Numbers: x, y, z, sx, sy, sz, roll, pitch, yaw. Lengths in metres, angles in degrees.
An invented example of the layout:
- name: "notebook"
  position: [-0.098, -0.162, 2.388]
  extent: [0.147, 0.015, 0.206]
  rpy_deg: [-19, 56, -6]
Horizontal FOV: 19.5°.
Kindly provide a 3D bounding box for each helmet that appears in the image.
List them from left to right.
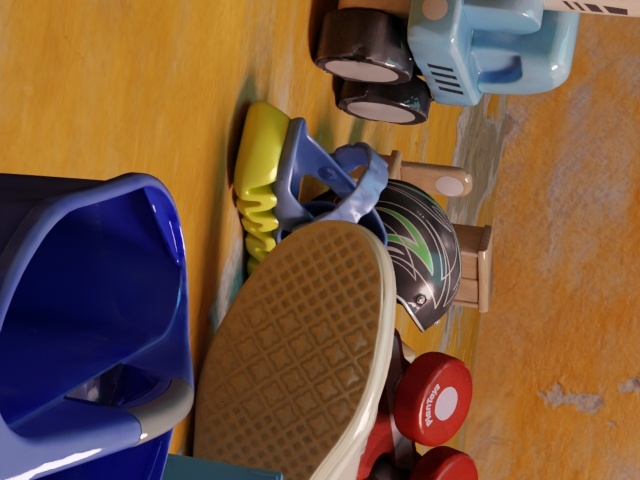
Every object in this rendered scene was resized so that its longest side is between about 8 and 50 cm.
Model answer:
- name: "helmet"
  position: [0.072, 0.017, 2.024]
  extent: [0.169, 0.161, 0.169]
  rpy_deg: [-3, 90, -84]

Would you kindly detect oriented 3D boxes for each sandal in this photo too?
- name: "sandal"
  position: [0.000, 0.000, 1.809]
  extent: [0.317, 0.138, 0.126]
  rpy_deg: [83, 17, -54]

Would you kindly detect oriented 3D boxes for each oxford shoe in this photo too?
- name: "oxford shoe"
  position: [-0.029, 0.196, 1.708]
  extent: [0.130, 0.169, 0.449]
  rpy_deg: [-4, 109, -65]

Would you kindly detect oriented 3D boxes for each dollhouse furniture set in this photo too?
- name: "dollhouse furniture set"
  position: [0.087, 0.125, 2.181]
  extent: [0.303, 0.173, 0.356]
  rpy_deg: [83, 19, -47]

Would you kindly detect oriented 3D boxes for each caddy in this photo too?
- name: "caddy"
  position: [-0.162, 0.083, 1.030]
  extent: [0.341, 0.179, 0.241]
  rpy_deg: [-31, 128, -74]

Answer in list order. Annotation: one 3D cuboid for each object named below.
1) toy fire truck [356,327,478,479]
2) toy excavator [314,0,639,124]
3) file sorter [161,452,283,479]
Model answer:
- name: "toy fire truck"
  position: [0.027, 0.241, 2.001]
  extent: [0.254, 0.169, 0.302]
  rpy_deg: [-32, 128, -38]
- name: "toy excavator"
  position: [0.223, -0.262, 1.937]
  extent: [0.433, 0.445, 0.222]
  rpy_deg: [50, 48, -74]
- name: "file sorter"
  position: [-0.100, 0.279, 1.563]
  extent: [0.104, 0.118, 0.170]
  rpy_deg: [75, 26, -66]
